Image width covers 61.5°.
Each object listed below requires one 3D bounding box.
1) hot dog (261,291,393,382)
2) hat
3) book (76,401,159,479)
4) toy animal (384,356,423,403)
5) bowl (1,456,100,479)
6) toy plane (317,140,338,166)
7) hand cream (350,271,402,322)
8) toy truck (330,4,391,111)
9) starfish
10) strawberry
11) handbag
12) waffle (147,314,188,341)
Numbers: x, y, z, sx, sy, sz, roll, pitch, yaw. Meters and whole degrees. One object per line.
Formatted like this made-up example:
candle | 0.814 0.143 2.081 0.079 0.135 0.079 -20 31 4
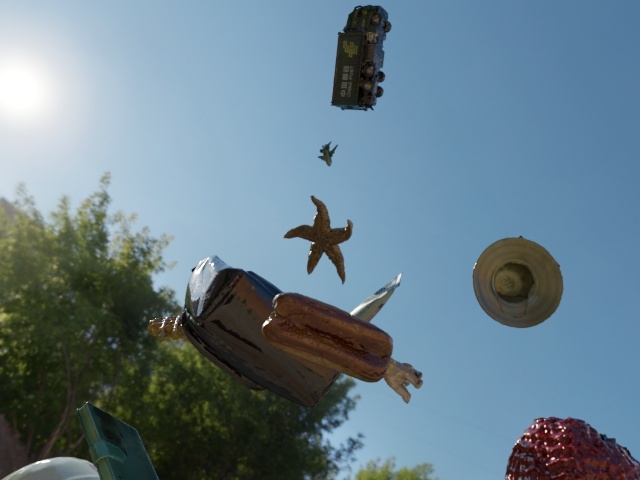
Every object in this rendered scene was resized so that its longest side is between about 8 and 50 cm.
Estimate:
hot dog | 0.014 0.116 0.638 0.165 0.071 0.045 24 -19 -10
hat | 0.535 0.118 1.507 0.252 0.252 0.110 28 -8 4
book | -0.202 0.234 0.558 0.135 0.017 0.103 44 -12 41
toy animal | 0.207 0.382 1.631 0.185 0.104 0.184 33 2 0
bowl | -0.494 0.491 0.940 0.145 0.277 0.277 35 -24 38
toy plane | 0.020 -0.259 1.615 0.080 0.083 0.033 -24 -32 34
hand cream | 0.102 0.205 1.434 0.058 0.085 0.331 39 -64 1
toy truck | 0.109 -0.479 1.421 0.121 0.259 0.088 9 6 25
starfish | 0.000 0.000 1.570 0.235 0.062 0.277 -13 -72 28
strawberry | 0.530 0.537 1.105 0.312 0.351 0.267 8 -70 32
handbag | -0.136 0.174 1.034 0.302 0.178 0.275 42 -18 -24
waffle | -0.450 0.299 1.895 0.283 0.065 0.309 2 2 35
